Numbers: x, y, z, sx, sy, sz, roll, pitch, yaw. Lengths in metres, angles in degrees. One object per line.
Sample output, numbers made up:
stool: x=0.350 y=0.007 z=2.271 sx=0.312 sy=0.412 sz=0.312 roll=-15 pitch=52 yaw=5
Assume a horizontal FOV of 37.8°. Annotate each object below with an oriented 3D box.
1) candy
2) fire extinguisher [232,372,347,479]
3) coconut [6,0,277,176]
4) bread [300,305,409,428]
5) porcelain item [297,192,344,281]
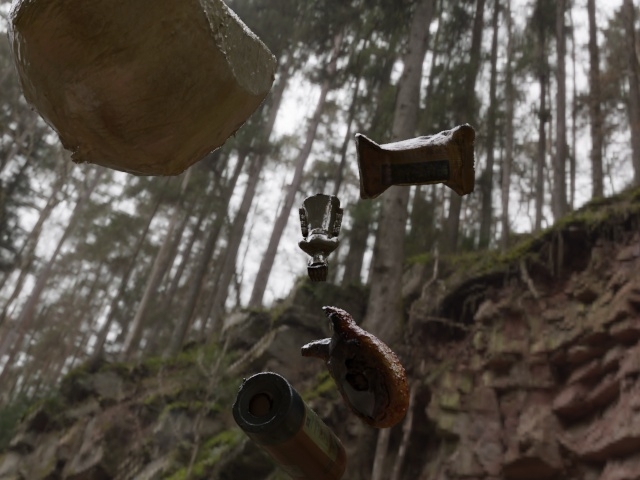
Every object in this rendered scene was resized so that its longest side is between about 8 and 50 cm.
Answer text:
candy: x=0.192 y=-0.147 z=1.817 sx=0.271 sy=0.101 sz=0.143 roll=-8 pitch=-79 yaw=-25
fire extinguisher: x=-0.043 y=0.349 z=1.713 sx=0.113 sy=0.200 sz=0.376 roll=-27 pitch=-42 yaw=4
coconut: x=-0.222 y=-0.211 z=1.091 sx=0.254 sy=0.297 sz=0.297 roll=-46 pitch=-63 yaw=4
bread: x=0.075 y=0.238 z=1.764 sx=0.095 sy=0.269 sz=0.139 roll=17 pitch=-67 yaw=-45
porcelain item: x=0.000 y=0.000 z=1.682 sx=0.084 sy=0.213 sz=0.054 roll=-6 pitch=-51 yaw=7
